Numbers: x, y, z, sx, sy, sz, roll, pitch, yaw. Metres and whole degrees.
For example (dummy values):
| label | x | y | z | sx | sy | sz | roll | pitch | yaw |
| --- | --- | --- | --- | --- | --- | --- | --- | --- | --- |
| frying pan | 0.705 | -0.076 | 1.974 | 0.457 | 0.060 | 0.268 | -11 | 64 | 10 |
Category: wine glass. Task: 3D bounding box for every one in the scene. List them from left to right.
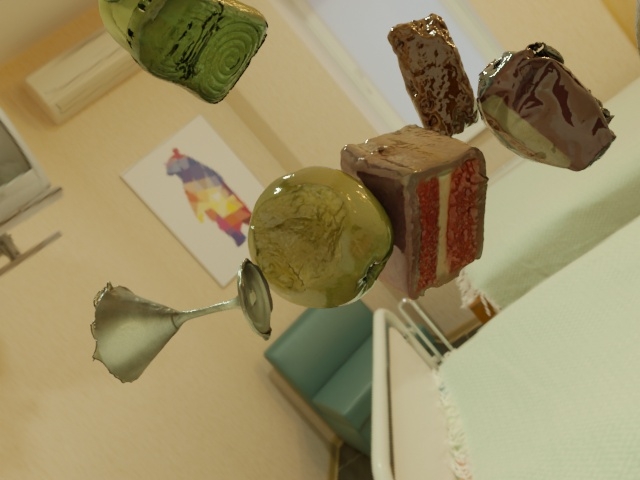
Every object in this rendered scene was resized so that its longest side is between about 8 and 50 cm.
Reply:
| label | x | y | z | sx | sy | sz | roll | pitch | yaw |
| --- | --- | --- | --- | --- | --- | --- | --- | --- | --- |
| wine glass | -0.194 | 0.111 | 0.864 | 0.232 | 0.156 | 0.156 | -15 | 15 | 12 |

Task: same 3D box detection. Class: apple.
| label | x | y | z | sx | sy | sz | roll | pitch | yaw |
| --- | --- | --- | --- | --- | --- | --- | --- | --- | --- |
| apple | 0.000 | 0.000 | 1.119 | 0.279 | 0.279 | 0.279 | -40 | 9 | 7 |

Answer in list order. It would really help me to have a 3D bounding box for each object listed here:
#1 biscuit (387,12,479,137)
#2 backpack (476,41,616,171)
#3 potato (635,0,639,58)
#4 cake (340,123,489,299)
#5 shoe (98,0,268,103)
| label | x | y | z | sx | sy | sz | roll | pitch | yaw |
| --- | --- | --- | --- | --- | --- | --- | --- | --- | --- |
| biscuit | 0.329 | -0.467 | 1.703 | 0.166 | 0.342 | 0.395 | -20 | 12 | 14 |
| backpack | 0.453 | -0.277 | 1.244 | 0.197 | 0.283 | 0.317 | -46 | 4 | 13 |
| potato | 0.445 | -0.333 | 0.709 | 0.189 | 0.264 | 0.211 | -29 | 40 | 35 |
| cake | 0.194 | -0.067 | 1.244 | 0.237 | 0.308 | 0.230 | -22 | 36 | -23 |
| shoe | -0.148 | -0.254 | 0.692 | 0.140 | 0.128 | 0.262 | -38 | -2 | 18 |
